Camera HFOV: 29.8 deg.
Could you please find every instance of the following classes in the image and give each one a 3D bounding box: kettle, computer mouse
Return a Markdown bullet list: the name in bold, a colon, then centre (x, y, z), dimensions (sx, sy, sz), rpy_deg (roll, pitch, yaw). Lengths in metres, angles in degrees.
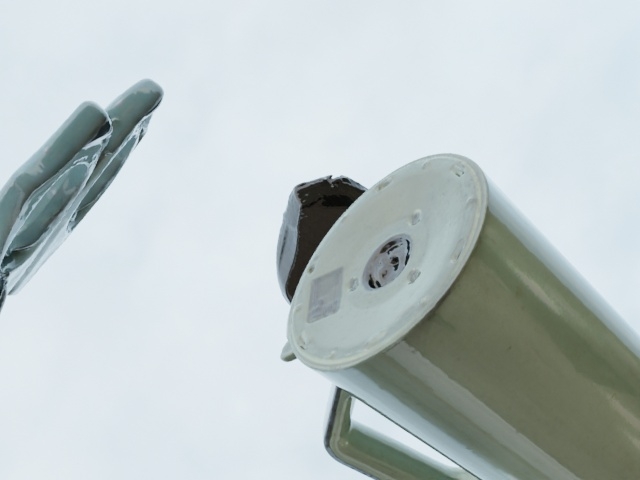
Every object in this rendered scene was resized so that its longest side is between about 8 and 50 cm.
- **kettle**: centre (0.147, 0.147, 1.249), dimensions (0.361, 0.250, 0.377), rpy_deg (-36, -60, 27)
- **computer mouse**: centre (0.000, 0.000, 1.722), dimensions (0.122, 0.073, 0.217), rpy_deg (1, -55, -20)

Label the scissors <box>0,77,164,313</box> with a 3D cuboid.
- **scissors**: centre (-0.216, 0.049, 0.770), dimensions (0.029, 0.191, 0.360), rpy_deg (35, -72, 0)
